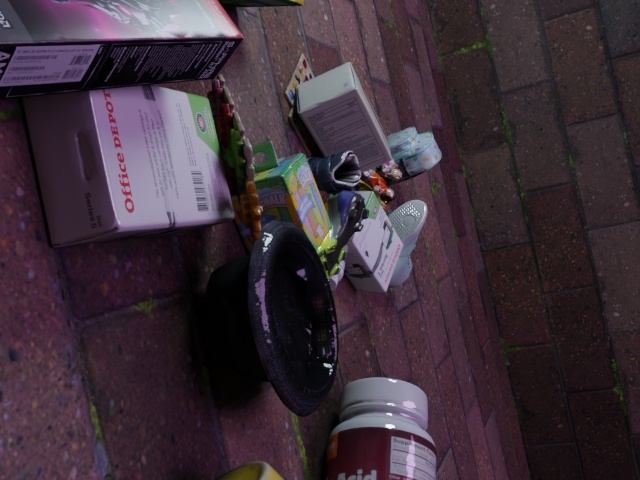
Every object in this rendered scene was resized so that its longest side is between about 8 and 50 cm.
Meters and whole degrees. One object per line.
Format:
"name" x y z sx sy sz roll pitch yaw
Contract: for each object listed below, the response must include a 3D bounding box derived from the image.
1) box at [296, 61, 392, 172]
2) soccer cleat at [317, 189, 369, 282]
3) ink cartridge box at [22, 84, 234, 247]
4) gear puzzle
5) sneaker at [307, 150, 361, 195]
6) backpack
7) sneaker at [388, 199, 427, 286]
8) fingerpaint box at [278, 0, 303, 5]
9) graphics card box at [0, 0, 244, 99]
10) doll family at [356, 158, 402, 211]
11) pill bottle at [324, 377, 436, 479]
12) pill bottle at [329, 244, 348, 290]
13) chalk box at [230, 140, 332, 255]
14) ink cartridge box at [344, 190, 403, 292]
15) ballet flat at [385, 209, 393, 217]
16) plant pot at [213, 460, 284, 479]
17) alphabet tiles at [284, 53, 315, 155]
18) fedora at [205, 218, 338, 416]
"box" 0.058 -0.283 1.614 0.126 0.149 0.232 -96 159 -47
"soccer cleat" 0.001 0.001 1.469 0.289 0.121 0.093 -56 140 -32
"ink cartridge box" -0.251 -0.105 0.922 0.273 0.115 0.198 -10 88 -67
"gear puzzle" -0.144 -0.115 1.073 0.339 0.044 0.175 -115 -159 -45
"sneaker" 0.024 -0.155 1.508 0.086 0.163 0.226 71 23 -12
"backpack" 0.277 -0.272 2.093 0.144 0.188 0.166 67 27 -24
"sneaker" 0.229 0.014 1.865 0.256 0.094 0.151 -59 148 0
"fingerpaint box" -0.162 -0.610 1.148 0.445 0.163 0.371 -50 141 -69
"graphics card box" -0.286 -0.288 0.771 0.371 0.094 0.232 -24 77 -51
"doll family" 0.143 -0.158 1.842 0.163 0.118 0.263 48 26 -10
"pill bottle" 0.116 0.489 1.325 0.224 0.224 0.392 54 33 -43
"pill bottle" 0.022 0.055 1.516 0.067 0.067 0.120 60 30 -36
"chalk box" -0.086 -0.078 1.260 0.213 0.132 0.132 68 25 -19
"ink cartridge box" 0.111 0.006 1.668 0.219 0.093 0.160 54 49 -42
"ballet flat" 0.149 -0.046 1.858 0.188 0.070 0.070 -15 93 -63
"plant pot" -0.081 0.448 0.913 0.239 0.254 0.254 59 25 -3
"alphabet tiles" -0.028 -0.323 1.661 0.198 0.009 0.237 61 29 -35
"fedora" -0.090 0.134 1.117 0.334 0.153 0.334 -9 90 -69
